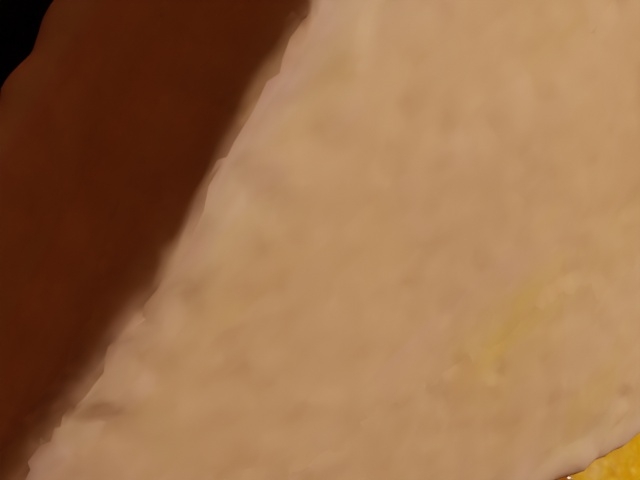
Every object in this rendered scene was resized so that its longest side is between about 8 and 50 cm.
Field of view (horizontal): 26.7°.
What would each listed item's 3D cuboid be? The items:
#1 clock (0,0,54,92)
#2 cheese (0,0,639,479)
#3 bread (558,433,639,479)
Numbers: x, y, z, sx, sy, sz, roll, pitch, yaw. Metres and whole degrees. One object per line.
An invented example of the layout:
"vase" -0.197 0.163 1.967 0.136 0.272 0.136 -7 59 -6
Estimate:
"clock" -0.045 -0.074 0.593 0.281 0.055 0.280 -24 129 -34
"cheese" 0.000 -0.001 0.480 0.384 0.104 0.384 -24 129 -34
"bread" 0.186 0.289 0.827 0.398 0.215 0.398 17 60 -32
